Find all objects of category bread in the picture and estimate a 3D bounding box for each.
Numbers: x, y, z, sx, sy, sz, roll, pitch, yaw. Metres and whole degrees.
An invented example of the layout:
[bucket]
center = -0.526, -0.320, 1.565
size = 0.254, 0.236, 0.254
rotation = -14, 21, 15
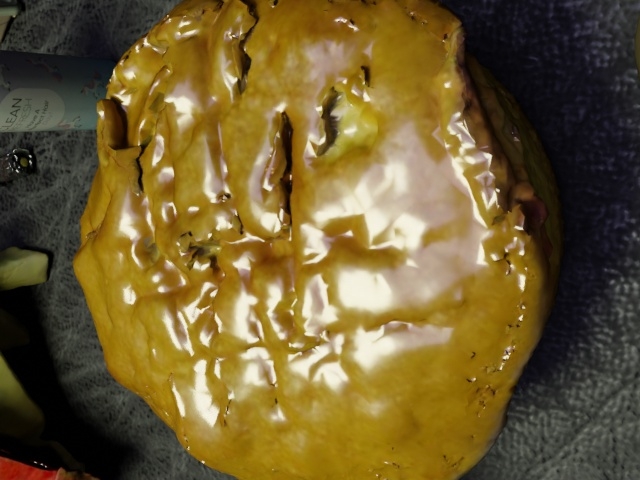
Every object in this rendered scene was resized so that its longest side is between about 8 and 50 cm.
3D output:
[bread]
center = 0.000, 0.000, 0.553
size = 0.399, 0.215, 0.397
rotation = 4, 99, 28

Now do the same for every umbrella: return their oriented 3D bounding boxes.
[umbrella]
center = -0.394, -0.077, 0.853
size = 0.144, 0.037, 0.040
rotation = -13, 91, 28

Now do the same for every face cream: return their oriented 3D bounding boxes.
[face cream]
center = -0.278, -0.136, 0.669
size = 0.075, 0.229, 0.075
rotation = 6, 102, 28

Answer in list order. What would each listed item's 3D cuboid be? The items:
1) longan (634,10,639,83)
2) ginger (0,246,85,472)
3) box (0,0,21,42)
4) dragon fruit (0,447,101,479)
[longan]
center = 0.331, -0.112, 0.327
size = 0.350, 0.288, 0.288
rotation = -8, 95, 41
[ginger]
center = -0.460, 0.178, 0.860
size = 0.358, 0.211, 0.413
rotation = 34, 122, -26
[box]
center = -0.400, -0.251, 0.783
size = 0.089, 0.122, 0.062
rotation = 48, 128, 13
[dragon fruit]
center = -0.417, 0.334, 0.763
size = 0.282, 0.100, 0.343
rotation = 25, 114, -4
